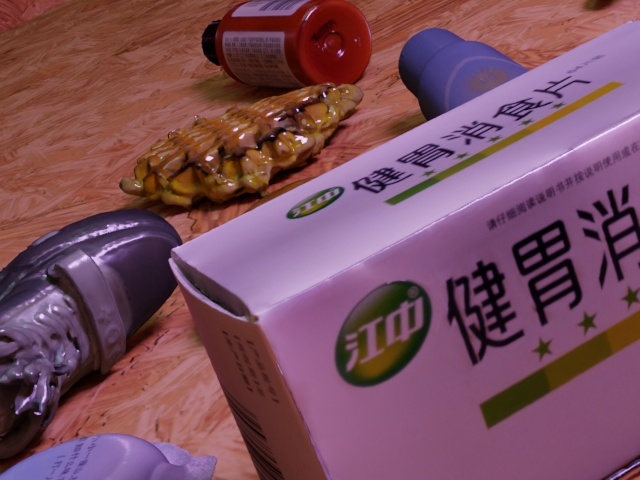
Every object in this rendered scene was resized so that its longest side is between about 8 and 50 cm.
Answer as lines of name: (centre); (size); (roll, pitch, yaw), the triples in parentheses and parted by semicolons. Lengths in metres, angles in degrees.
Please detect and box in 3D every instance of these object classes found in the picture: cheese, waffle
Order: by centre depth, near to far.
cheese: (-0.175, 0.167, 0.791); (0.245, 0.052, 0.135); (-15, 19, 19)
waffle: (-0.082, -0.101, 1.371); (0.238, 0.058, 0.243); (-12, 20, 32)

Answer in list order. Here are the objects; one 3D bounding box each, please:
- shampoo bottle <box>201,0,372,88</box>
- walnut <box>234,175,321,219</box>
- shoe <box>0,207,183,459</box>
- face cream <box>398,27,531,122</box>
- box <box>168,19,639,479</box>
shampoo bottle: (-0.056, -0.236, 1.592); (0.104, 0.104, 0.278); (-31, 23, -25)
walnut: (0.001, -0.002, 0.988); (0.211, 0.087, 0.167); (-7, 21, 33)
shoe: (-0.202, 0.085, 0.956); (0.293, 0.109, 0.149); (-32, 27, -19)
face cream: (0.151, -0.101, 1.098); (0.136, 0.086, 0.385); (-23, 26, -5)
box: (0.110, 0.022, 0.697); (0.333, 0.173, 0.145); (-28, 22, -16)
